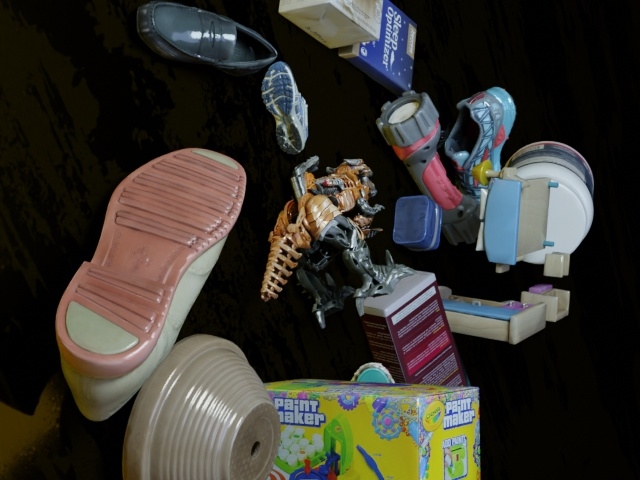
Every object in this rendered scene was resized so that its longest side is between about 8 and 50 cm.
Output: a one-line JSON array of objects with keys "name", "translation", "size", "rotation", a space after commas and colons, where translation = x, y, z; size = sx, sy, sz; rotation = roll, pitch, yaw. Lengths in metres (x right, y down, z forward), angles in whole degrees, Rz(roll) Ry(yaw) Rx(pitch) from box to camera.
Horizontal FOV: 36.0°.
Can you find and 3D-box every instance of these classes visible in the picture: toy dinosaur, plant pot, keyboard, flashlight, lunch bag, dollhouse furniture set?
[{"name": "toy dinosaur", "translation": [0.000, 0.000, 1.441], "size": [0.322, 0.164, 0.218], "rotation": [-38, 104, -29]}, {"name": "plant pot", "translation": [-0.123, 0.239, 1.192], "size": [0.237, 0.109, 0.238], "rotation": [-27, 122, -57]}, {"name": "keyboard", "translation": [0.237, -0.178, 1.863], "size": [0.192, 0.038, 0.100], "rotation": [-33, 137, -52]}, {"name": "flashlight", "translation": [0.208, -0.120, 1.735], "size": [0.304, 0.103, 0.103], "rotation": [54, 8, -32]}, {"name": "lunch bag", "translation": [0.171, -0.032, 1.713], "size": [0.065, 0.067, 0.099], "rotation": [28, 66, -53]}, {"name": "dollhouse furniture set", "translation": [0.310, -0.001, 1.754], "size": [0.286, 0.198, 0.304], "rotation": [-13, 108, -55]}]

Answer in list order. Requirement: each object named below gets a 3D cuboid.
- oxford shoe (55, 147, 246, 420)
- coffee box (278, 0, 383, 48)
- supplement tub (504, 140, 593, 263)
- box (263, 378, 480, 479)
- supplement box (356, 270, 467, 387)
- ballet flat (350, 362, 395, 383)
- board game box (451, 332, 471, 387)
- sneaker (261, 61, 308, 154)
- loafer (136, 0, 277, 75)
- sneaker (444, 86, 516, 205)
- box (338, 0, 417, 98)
[{"name": "oxford shoe", "translation": [-0.200, 0.035, 1.160], "size": [0.397, 0.140, 0.147], "rotation": [-61, 171, -47]}, {"name": "coffee box", "translation": [0.026, -0.441, 1.512], "size": [0.141, 0.098, 0.247], "rotation": [22, 69, -53]}, {"name": "supplement tub", "translation": [0.441, -0.077, 1.946], "size": [0.272, 0.191, 0.191], "rotation": [-52, 130, -65]}, {"name": "box", "translation": [0.047, 0.333, 1.314], "size": [0.177, 0.289, 0.279], "rotation": [4, 85, -55]}, {"name": "supplement box", "translation": [0.157, 0.184, 1.648], "size": [0.130, 0.073, 0.240], "rotation": [-32, 114, -34]}, {"name": "ballet flat", "translation": [0.092, 0.299, 1.582], "size": [0.077, 0.091, 0.241], "rotation": [-81, 163, -74]}, {"name": "board game box", "translation": [0.225, 0.255, 1.804], "size": [0.126, 0.026, 0.186], "rotation": [-47, 125, -45]}, {"name": "sneaker", "translation": [-0.047, -0.197, 1.440], "size": [0.058, 0.052, 0.135], "rotation": [-49, 134, -57]}, {"name": "loafer", "translation": [-0.144, -0.264, 1.272], "size": [0.223, 0.078, 0.076], "rotation": [8, 80, -55]}, {"name": "sneaker", "translation": [0.268, -0.156, 1.820], "size": [0.125, 0.104, 0.262], "rotation": [-14, 123, -35]}, {"name": "box", "translation": [0.111, -0.336, 1.682], "size": [0.225, 0.036, 0.137], "rotation": [24, 68, -53]}]
